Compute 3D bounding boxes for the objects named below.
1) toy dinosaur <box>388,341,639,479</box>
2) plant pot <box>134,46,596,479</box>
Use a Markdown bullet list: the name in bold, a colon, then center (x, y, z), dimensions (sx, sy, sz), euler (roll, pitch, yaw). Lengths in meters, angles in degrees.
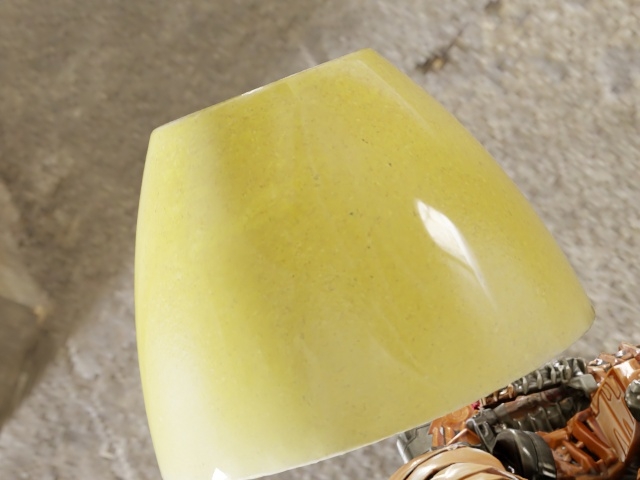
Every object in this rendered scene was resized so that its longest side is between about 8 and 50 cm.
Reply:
- **toy dinosaur**: center (0.086, 0.131, 0.558), dimensions (0.322, 0.164, 0.218), euler (-50, 48, -6)
- **plant pot**: center (0.000, 0.000, 0.481), dimensions (0.134, 0.134, 0.095), euler (-18, 95, 33)
